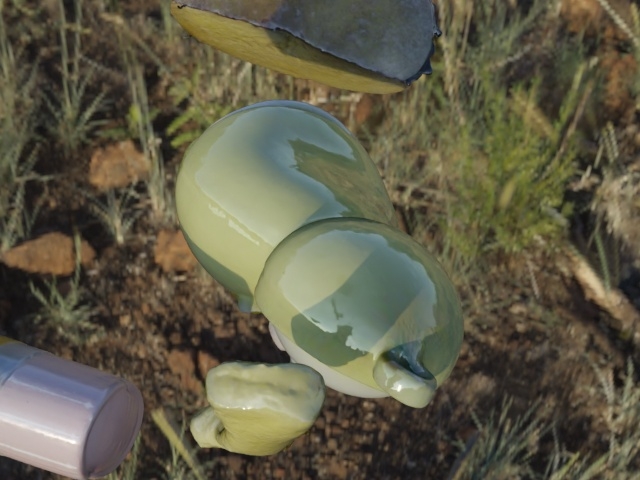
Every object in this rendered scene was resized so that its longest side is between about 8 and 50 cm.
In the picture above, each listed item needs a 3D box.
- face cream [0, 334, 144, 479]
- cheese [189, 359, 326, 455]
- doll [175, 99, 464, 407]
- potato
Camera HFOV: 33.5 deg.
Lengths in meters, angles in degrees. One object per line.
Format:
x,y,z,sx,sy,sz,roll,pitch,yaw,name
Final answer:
-0.190,0.065,0.528,0.198,0.084,0.057,15,85,9,face cream
-0.026,0.064,0.397,0.044,0.083,0.030,12,70,-11,cheese
-0.007,0.010,0.587,0.141,0.117,0.296,28,18,-26,doll
-0.009,-0.223,0.985,0.243,0.098,0.138,19,79,-6,potato
